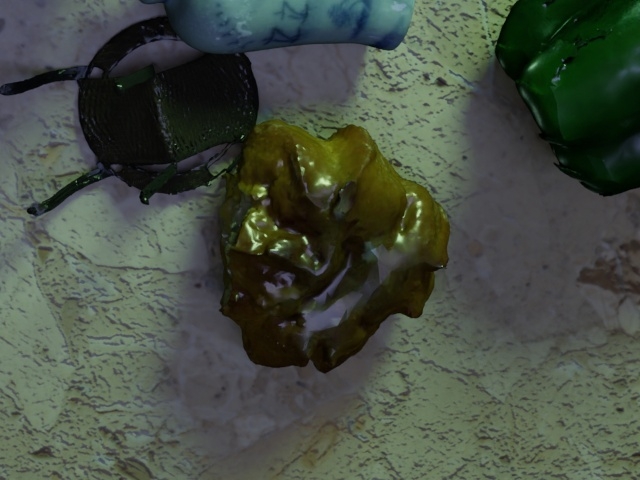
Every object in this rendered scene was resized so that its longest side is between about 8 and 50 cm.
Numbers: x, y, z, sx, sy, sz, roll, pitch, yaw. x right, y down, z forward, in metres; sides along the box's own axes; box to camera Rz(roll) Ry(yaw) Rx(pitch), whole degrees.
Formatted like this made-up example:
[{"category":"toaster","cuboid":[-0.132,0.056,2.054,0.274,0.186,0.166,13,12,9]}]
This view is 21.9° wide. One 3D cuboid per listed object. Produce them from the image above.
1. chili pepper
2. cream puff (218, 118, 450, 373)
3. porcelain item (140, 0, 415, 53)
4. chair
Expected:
[{"category":"chili pepper","cuboid":[0.314,-0.170,1.591,0.257,0.233,0.248,-28,106,3]},{"category":"cream puff","cuboid":[0.000,0.000,1.611,0.241,0.155,0.269,-30,120,-1]},{"category":"porcelain item","cuboid":[-0.044,-0.235,1.542,0.259,0.141,0.141,7,104,-23]},{"category":"chair","cuboid":[-0.168,-0.117,1.573,0.213,0.149,0.174,-29,113,-48]}]
